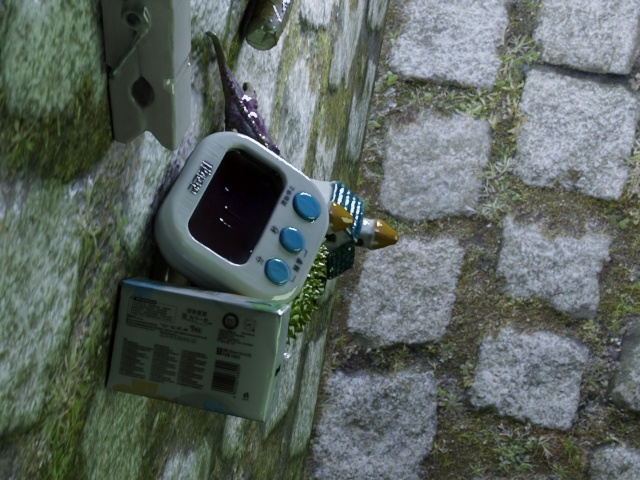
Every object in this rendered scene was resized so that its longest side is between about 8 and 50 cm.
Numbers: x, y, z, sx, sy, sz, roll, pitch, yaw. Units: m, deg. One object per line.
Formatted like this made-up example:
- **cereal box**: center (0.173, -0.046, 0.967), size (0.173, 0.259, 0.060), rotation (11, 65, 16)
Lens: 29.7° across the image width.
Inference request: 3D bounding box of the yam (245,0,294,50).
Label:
- **yam**: center (-0.065, -0.450, 2.090), size (0.071, 0.067, 0.317), rotation (-52, -162, 51)

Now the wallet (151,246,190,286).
- **wallet**: center (-0.226, 0.076, 1.810), size (0.118, 0.038, 0.153), rotation (-40, 139, -73)

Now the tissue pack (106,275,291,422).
- **tissue pack**: center (-0.160, 0.143, 1.681), size (0.145, 0.229, 0.159), rotation (-39, 138, -78)

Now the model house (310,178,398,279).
- **model house**: center (0.000, 0.000, 2.350), size (0.190, 0.300, 0.271), rotation (-80, 174, -49)

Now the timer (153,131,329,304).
- **timer**: center (-0.116, -0.025, 1.782), size (0.087, 0.237, 0.262), rotation (-45, -164, 48)

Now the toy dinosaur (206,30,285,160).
- **toy dinosaur**: center (-0.123, -0.219, 1.925), size (0.200, 0.072, 0.251), rotation (-141, -146, -76)

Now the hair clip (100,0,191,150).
- **hair clip**: center (-0.203, -0.249, 1.395), size (0.085, 0.101, 0.331), rotation (-75, 173, -47)

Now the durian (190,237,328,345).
- **durian**: center (-0.100, 0.051, 1.960), size (0.291, 0.224, 0.291), rotation (4, 90, -86)
